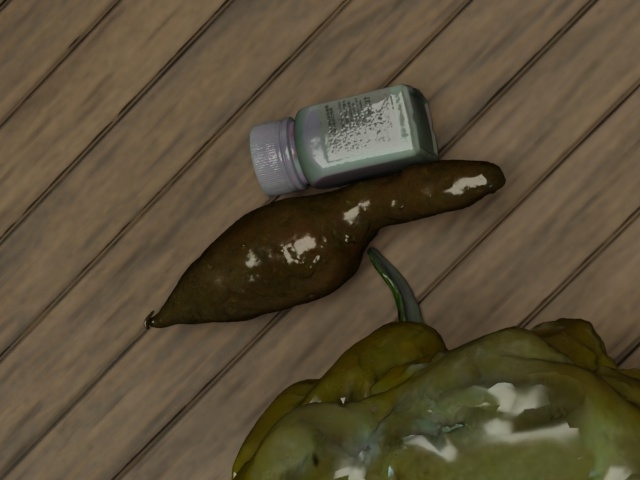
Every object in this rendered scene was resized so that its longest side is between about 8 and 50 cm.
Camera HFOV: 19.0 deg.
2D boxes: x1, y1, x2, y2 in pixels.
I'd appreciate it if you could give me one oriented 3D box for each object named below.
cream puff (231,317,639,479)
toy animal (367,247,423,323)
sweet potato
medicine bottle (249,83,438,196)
[{"bbox_3d":[0.118,0.172,1.152,0.324,0.257,0.291,-21,106,19],"label":"cream puff"},{"bbox_3d":[0.091,0.098,1.301,0.075,0.041,0.216,-18,79,19],"label":"toy animal"},{"bbox_3d":[0.002,-0.002,1.308,0.269,0.075,0.074,-24,82,16],"label":"sweet potato"},{"bbox_3d":[0.015,-0.067,1.309,0.118,0.074,0.055,-13,85,15],"label":"medicine bottle"}]
